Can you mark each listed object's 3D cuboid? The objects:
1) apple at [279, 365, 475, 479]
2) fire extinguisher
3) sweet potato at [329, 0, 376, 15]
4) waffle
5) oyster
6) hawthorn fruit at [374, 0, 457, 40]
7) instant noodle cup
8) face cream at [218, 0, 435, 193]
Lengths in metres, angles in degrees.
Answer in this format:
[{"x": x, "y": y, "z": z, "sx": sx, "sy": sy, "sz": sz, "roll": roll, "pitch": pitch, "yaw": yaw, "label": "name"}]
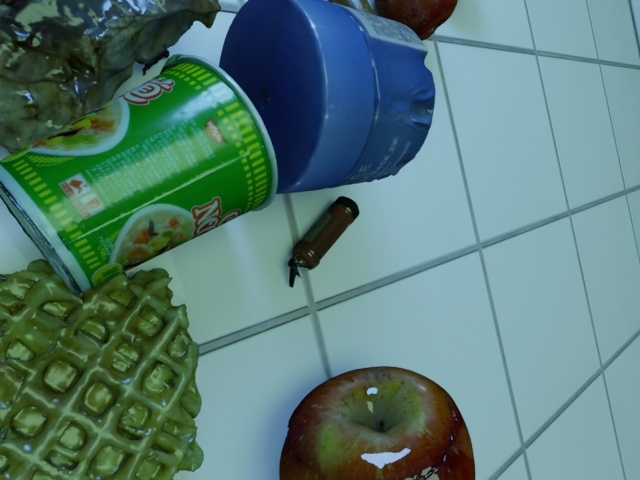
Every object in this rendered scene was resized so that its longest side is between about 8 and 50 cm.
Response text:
[{"x": 0.082, "y": 0.312, "z": 0.586, "sx": 0.272, "sy": 0.252, "sz": 0.206, "roll": -30, "pitch": 120, "yaw": -49, "label": "apple"}, {"x": 0.000, "y": 0.000, "z": 0.690, "sx": 0.177, "sy": 0.050, "sz": 0.062, "roll": -49, "pitch": 150, "yaw": -29, "label": "fire extinguisher"}, {"x": 0.080, "y": -0.407, "z": 0.787, "sx": 0.346, "sy": 0.079, "sz": 0.108, "roll": 54, "pitch": 51, "yaw": -10, "label": "sweet potato"}, {"x": -0.268, "y": 0.171, "z": 0.451, "sx": 0.298, "sy": 0.073, "sz": 0.316, "roll": -6, "pitch": 83, "yaw": -38, "label": "waffle"}, {"x": -0.261, "y": -0.232, "z": 0.481, "sx": 0.337, "sy": 0.133, "sz": 0.197, "roll": -37, "pitch": 113, "yaw": -29, "label": "oyster"}, {"x": 0.187, "y": -0.484, "z": 0.820, "sx": 0.173, "sy": 0.173, "sz": 0.172, "roll": 5, "pitch": 81, "yaw": -36, "label": "hawthorn fruit"}, {"x": -0.201, "y": -0.067, "z": 0.459, "sx": 0.233, "sy": 0.207, "sz": 0.206, "roll": -38, "pitch": 106, "yaw": -31, "label": "instant noodle cup"}, {"x": 0.009, "y": -0.198, "z": 0.597, "sx": 0.225, "sy": 0.249, "sz": 0.248, "roll": -14, "pitch": 92, "yaw": -37, "label": "face cream"}]
